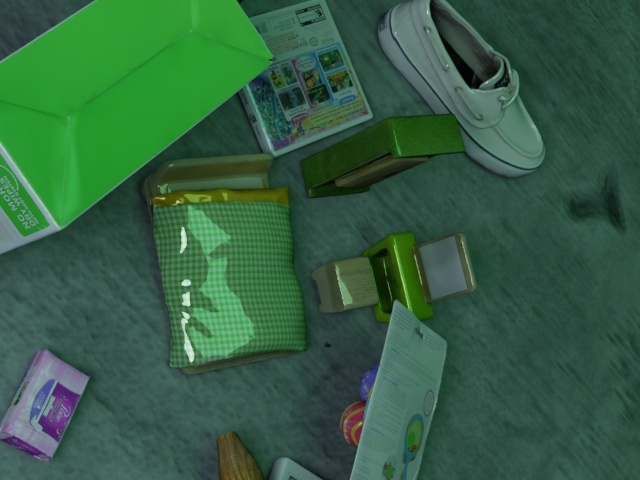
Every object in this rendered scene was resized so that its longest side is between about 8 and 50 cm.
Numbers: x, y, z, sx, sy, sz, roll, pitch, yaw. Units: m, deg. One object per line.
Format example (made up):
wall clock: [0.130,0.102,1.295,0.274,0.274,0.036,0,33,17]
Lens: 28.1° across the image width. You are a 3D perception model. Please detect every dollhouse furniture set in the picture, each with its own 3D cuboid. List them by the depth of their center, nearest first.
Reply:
dollhouse furniture set: [0.000,0.000,1.225,0.301,0.151,0.198,-8,83,-41]

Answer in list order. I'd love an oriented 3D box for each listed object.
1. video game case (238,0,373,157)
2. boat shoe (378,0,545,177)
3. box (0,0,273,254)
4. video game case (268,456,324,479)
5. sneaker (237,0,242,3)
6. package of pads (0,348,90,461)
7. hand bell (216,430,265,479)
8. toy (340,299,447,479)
video game case: [-0.026,-0.173,1.343,0.157,0.019,0.143,-26,94,-42]
boat shoe: [0.183,-0.179,1.471,0.267,0.088,0.096,47,52,-19]
box: [-0.209,-0.098,1.027,0.262,0.231,0.127,-44,109,-38]
video game case: [-0.002,0.336,1.212,0.183,0.023,0.201,36,56,-26]
sneaker: [-0.093,-0.304,1.297,0.087,0.083,0.221,30,54,-15]
package of pads: [-0.231,0.138,1.072,0.050,0.032,0.083,36,57,-25]
hand bell: [-0.040,0.283,1.127,0.126,0.126,0.242,-8,70,-41]
toy: [0.055,0.189,1.244,0.137,0.056,0.237,40,57,-56]
